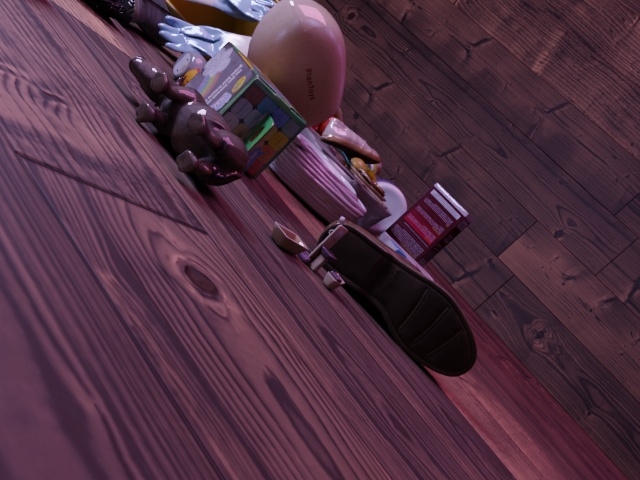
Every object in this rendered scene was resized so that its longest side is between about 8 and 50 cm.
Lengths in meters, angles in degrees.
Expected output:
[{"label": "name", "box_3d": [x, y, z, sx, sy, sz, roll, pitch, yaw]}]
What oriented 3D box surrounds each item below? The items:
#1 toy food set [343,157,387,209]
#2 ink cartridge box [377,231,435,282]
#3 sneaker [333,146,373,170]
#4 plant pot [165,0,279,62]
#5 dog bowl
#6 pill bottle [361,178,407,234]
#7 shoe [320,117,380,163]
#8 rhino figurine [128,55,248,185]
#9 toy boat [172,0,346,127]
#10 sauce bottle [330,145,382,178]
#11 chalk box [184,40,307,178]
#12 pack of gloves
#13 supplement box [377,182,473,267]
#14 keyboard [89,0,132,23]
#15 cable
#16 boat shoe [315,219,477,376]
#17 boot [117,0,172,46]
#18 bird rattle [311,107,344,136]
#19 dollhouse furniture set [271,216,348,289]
[{"label": "toy food set", "box_3d": [0.120, -0.148, 1.719, 0.132, 0.038, 0.192, 44, 8, -18]}, {"label": "ink cartridge box", "box_3d": [0.207, 0.071, 1.739, 0.181, 0.061, 0.104, 42, 10, -27]}, {"label": "sneaker", "box_3d": [0.080, -0.242, 1.915, 0.166, 0.065, 0.076, 45, 12, -1]}, {"label": "plant pot", "box_3d": [-0.199, -0.439, 1.580, 0.212, 0.212, 0.187, 50, -26, 18]}, {"label": "dog bowl", "box_3d": [0.028, -0.159, 1.809, 0.349, 0.102, 0.349, 45, 9, -9]}, {"label": "pill bottle", "box_3d": [0.175, -0.108, 2.127, 0.153, 0.153, 0.264, 46, 8, -5]}, {"label": "shoe", "box_3d": [0.083, -0.239, 1.742, 0.077, 0.058, 0.219, 5, -9, 37]}, {"label": "rhino figurine", "box_3d": [-0.171, -0.153, 0.867, 0.243, 0.073, 0.106, 50, 12, 32]}, {"label": "toy boat", "box_3d": [-0.109, -0.323, 1.320, 0.267, 0.319, 0.148, 90, -20, -44]}, {"label": "sauce bottle", "box_3d": [0.054, -0.239, 2.126, 0.345, 0.111, 0.111, 2, 42, -52]}, {"label": "chalk box", "box_3d": [-0.121, -0.203, 1.153, 0.132, 0.132, 0.213, 39, 12, -41]}, {"label": "pack of gloves", "box_3d": [-0.206, -0.441, 1.448, 0.232, 0.194, 0.046, 15, -18, -8]}, {"label": "supplement box", "box_3d": [0.273, -0.023, 1.898, 0.130, 0.239, 0.073, 51, 8, 25]}, {"label": "keyboard", "box_3d": [-0.396, -0.411, 1.164, 0.100, 0.038, 0.192, 23, -6, 37]}, {"label": "cable", "box_3d": [-0.012, -0.131, 1.520, 0.257, 0.089, 0.257, 48, 8, 8]}, {"label": "boat shoe", "box_3d": [0.127, 0.079, 1.112, 0.307, 0.111, 0.104, 47, 9, 1]}, {"label": "boot", "box_3d": [-0.351, -0.492, 1.394, 0.208, 0.076, 0.189, -29, 119, -75]}, {"label": "bird rattle", "box_3d": [-0.016, -0.341, 2.186, 0.143, 0.206, 0.253, 30, -12, 35]}, {"label": "dollhouse furniture set", "box_3d": [0.000, 0.000, 0.953, 0.091, 0.081, 0.114, 51, 9, 29]}]
